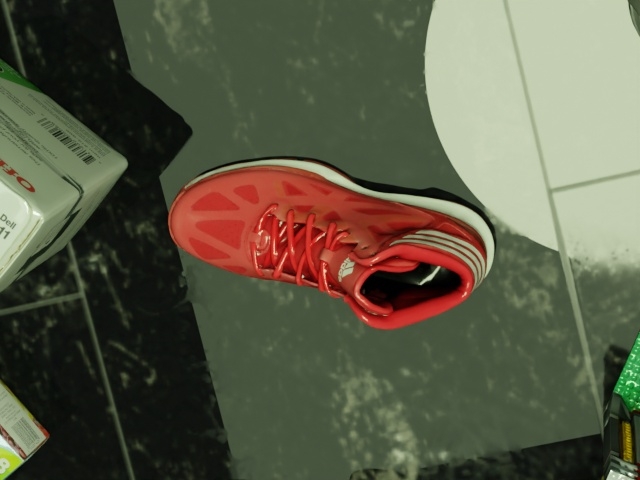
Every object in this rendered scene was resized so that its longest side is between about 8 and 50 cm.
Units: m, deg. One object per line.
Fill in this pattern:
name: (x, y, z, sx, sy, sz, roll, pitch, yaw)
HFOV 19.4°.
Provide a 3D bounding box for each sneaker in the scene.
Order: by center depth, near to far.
sneaker: (0.000, 0.000, 1.213, 0.221, 0.128, 0.087, 4, 101, 8)

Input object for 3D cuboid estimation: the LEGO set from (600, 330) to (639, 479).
LEGO set: (0.259, 0.195, 1.178, 0.255, 0.192, 0.331, 31, 104, 2)

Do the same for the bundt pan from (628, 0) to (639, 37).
bundt pan: (0.325, -0.180, 1.054, 0.330, 0.124, 0.331, -3, 130, -4)

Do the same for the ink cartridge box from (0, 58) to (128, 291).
ink cartridge box: (-0.228, -0.049, 1.197, 0.153, 0.208, 0.087, 39, 104, 0)

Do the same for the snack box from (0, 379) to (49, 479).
snack box: (-0.325, 0.121, 1.315, 0.174, 0.070, 0.207, -40, 94, 14)
